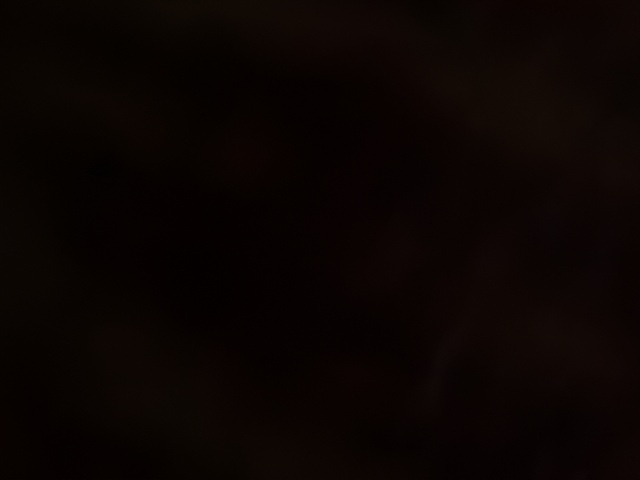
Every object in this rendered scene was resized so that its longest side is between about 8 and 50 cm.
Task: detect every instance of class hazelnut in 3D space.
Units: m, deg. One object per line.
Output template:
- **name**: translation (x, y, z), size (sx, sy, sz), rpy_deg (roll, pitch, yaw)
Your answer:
- **hazelnut**: translation (0.000, 0.000, 0.510), size (0.402, 0.402, 0.429), rpy_deg (39, 74, -83)
